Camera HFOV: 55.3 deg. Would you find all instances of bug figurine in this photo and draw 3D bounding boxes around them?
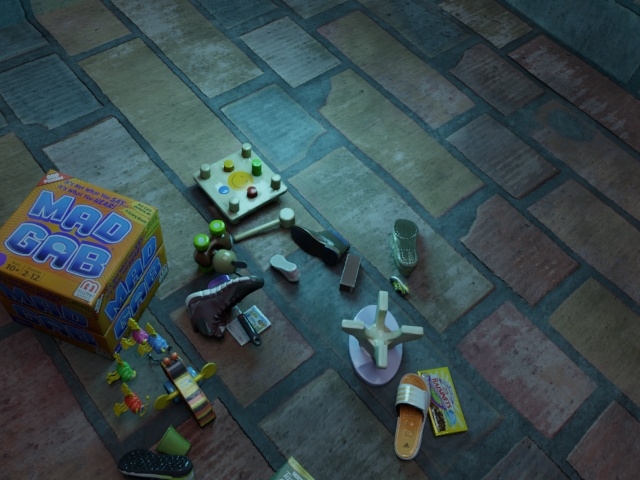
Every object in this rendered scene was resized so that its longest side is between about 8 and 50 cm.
[{"bbox_3d":[-0.525,0.355,1.763,0.072,0.279,0.216,17,11,-42],"label":"bug figurine"}]

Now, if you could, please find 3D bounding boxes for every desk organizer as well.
[{"bbox_3d":[0.103,0.113,2.107,0.050,0.047,0.130,14,55,5],"label":"desk organizer"}]

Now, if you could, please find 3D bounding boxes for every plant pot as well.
[{"bbox_3d":[-0.408,0.573,1.712,0.079,0.083,0.083,31,57,-1],"label":"plant pot"}]

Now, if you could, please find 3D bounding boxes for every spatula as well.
[{"bbox_3d":[-0.270,0.230,1.974,0.084,0.030,0.296,-25,53,-22],"label":"spatula"}]

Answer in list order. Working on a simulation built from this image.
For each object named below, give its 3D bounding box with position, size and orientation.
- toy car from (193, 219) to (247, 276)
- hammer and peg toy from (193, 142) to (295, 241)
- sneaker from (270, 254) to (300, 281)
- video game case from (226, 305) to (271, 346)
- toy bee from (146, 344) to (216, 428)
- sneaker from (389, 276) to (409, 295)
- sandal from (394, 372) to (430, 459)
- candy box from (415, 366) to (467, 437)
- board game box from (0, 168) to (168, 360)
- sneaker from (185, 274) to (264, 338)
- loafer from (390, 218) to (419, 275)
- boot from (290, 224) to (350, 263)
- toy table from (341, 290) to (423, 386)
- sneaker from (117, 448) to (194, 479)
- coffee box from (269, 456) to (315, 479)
[{"bbox_3d":[-0.308,0.055,2.014,0.188,0.155,0.149,32,58,20],"label":"toy car"},{"bbox_3d":[-0.262,-0.170,2.199,0.265,0.127,0.361,-31,65,-25],"label":"hammer and peg toy"},{"bbox_3d":[-0.118,0.100,2.090,0.051,0.070,0.134,-42,40,-20],"label":"sneaker"},{"bbox_3d":[-0.233,0.275,1.972,0.122,0.011,0.087,-34,66,-26],"label":"video game case"},{"bbox_3d":[-0.417,0.404,1.770,0.298,0.162,0.195,28,59,11],"label":"toy bee"},{"bbox_3d":[0.267,0.158,2.106,0.083,0.031,0.035,41,61,19],"label":"sneaker"},{"bbox_3d":[0.270,0.513,1.823,0.101,0.076,0.266,-1,53,18],"label":"sandal"},{"bbox_3d":[0.374,0.497,1.893,0.105,0.027,0.206,-5,57,-13],"label":"candy box"},{"bbox_3d":[-0.713,0.078,1.832,0.355,0.356,0.357,20,56,6],"label":"board game box"},{"bbox_3d":[-0.289,0.219,1.918,0.281,0.106,0.163,-20,68,20],"label":"sneaker"},{"bbox_3d":[0.293,0.023,2.171,0.101,0.092,0.269,12,39,-2],"label":"loafer"},{"bbox_3d":[0.000,0.000,2.168,0.219,0.082,0.106,34,37,20],"label":"boot"},{"bbox_3d":[0.181,0.301,1.921,0.251,0.161,0.275,-3,58,-10],"label":"toy table"},{"bbox_3d":[-0.443,0.635,1.654,0.234,0.097,0.084,1,25,21],"label":"sneaker"},{"bbox_3d":[-0.105,0.701,1.681,0.113,0.040,0.184,41,60,19],"label":"coffee box"}]
